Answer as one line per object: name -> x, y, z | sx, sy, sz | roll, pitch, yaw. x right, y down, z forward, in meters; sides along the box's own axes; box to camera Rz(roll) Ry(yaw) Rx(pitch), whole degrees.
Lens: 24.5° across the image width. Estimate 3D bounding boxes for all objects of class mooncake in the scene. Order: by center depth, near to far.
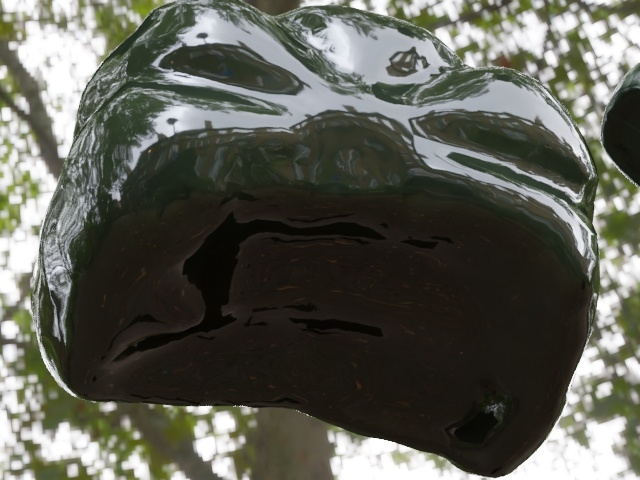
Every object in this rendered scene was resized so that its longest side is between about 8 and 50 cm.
mooncake -> 0.000, 0.000, 0.450 | 0.175, 0.168, 0.104 | -14, -38, -33

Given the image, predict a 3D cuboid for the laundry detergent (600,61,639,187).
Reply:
laundry detergent -> 0.253, -0.067, 0.818 | 0.211, 0.137, 0.063 | -25, -39, -46
